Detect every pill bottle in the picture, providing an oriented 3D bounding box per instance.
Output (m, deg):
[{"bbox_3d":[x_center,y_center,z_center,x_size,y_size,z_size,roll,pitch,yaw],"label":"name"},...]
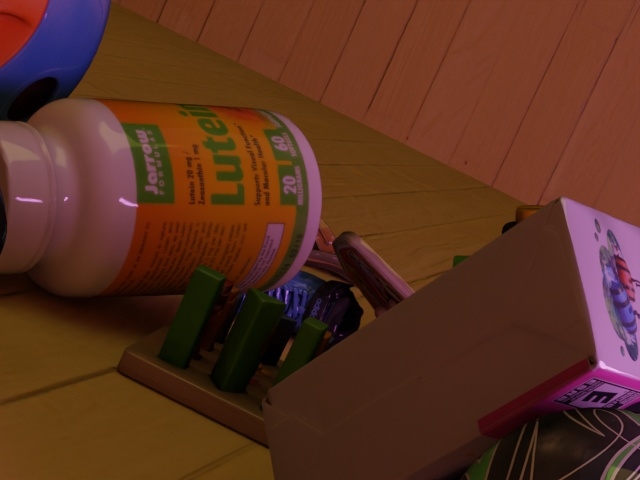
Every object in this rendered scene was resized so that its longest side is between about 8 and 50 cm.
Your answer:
[{"bbox_3d":[-0.132,-0.029,1.123,0.246,0.136,0.136,0,24,-40],"label":"pill bottle"}]

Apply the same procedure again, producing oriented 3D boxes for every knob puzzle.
[{"bbox_3d":[0.063,0.066,1.309,0.213,0.030,0.213,47,-7,8],"label":"knob puzzle"}]

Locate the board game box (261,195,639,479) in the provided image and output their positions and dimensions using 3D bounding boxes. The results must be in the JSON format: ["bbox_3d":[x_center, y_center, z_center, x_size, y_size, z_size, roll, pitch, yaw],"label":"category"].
[{"bbox_3d":[0.156,0.104,0.892,0.303,0.224,0.097,17,51,-40],"label":"board game box"}]

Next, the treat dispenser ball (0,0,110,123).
[{"bbox_3d":[-0.305,-0.204,1.243,0.288,0.288,0.288,24,9,-4],"label":"treat dispenser ball"}]

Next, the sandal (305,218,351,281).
[{"bbox_3d":[0.000,0.000,1.625,0.180,0.049,0.072,23,10,-14],"label":"sandal"}]

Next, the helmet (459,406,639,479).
[{"bbox_3d":[0.121,0.154,0.710,0.169,0.161,0.169,5,46,-5],"label":"helmet"}]

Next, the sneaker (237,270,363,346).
[{"bbox_3d":[-0.025,0.046,1.279,0.085,0.058,0.152,21,-1,38],"label":"sneaker"}]

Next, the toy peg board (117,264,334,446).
[{"bbox_3d":[-0.027,0.072,1.067,0.161,0.079,0.160,26,10,6],"label":"toy peg board"}]

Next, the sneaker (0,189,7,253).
[{"bbox_3d":[-0.343,-0.051,0.934,0.341,0.125,0.139,23,-18,5],"label":"sneaker"}]

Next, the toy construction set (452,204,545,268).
[{"bbox_3d":[0.210,0.107,1.243,0.237,0.257,0.309,8,32,3],"label":"toy construction set"}]
